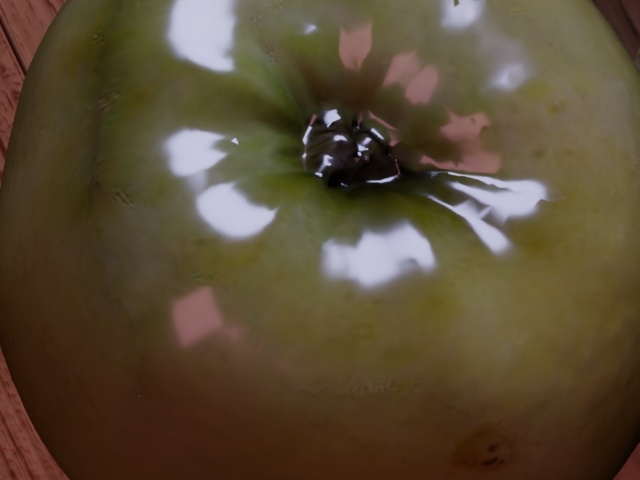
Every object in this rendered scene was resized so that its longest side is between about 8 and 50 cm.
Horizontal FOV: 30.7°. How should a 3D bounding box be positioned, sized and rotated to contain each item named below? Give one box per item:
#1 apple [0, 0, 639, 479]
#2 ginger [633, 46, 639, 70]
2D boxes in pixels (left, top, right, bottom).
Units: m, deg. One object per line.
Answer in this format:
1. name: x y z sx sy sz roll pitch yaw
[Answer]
1. apple: 0.000 0.000 0.429 0.262 0.262 0.262 10 108 32
2. ginger: 0.210 -0.013 0.408 0.149 0.065 0.258 -28 95 47
